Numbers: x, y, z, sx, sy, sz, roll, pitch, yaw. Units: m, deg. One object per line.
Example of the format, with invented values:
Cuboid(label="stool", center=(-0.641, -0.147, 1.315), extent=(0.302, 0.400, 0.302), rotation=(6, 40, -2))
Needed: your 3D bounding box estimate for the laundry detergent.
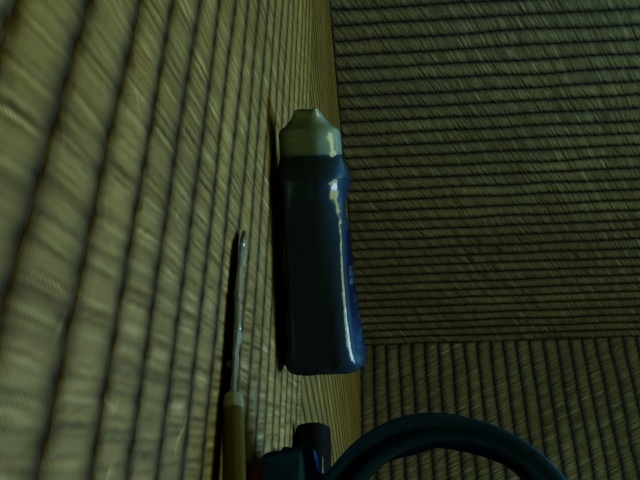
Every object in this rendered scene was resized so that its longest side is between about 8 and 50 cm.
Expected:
Cuboid(label="laundry detergent", center=(0.000, 0.000, 1.038), extent=(0.143, 0.094, 0.289), rotation=(-28, 116, -81))

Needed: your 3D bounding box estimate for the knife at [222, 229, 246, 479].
Cuboid(label="knife", center=(-0.061, 0.108, 0.673), extent=(0.047, 0.017, 0.297), rotation=(85, 1, -54))

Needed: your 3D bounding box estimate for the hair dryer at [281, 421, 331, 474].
Cuboid(label="hair dryer", center=(-0.020, 0.244, 1.023), extent=(0.194, 0.050, 0.173), rotation=(79, 6, -46))

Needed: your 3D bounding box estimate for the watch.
Cuboid(label="watch", center=(0.079, 0.292, 0.730), extent=(0.241, 0.275, 0.305), rotation=(66, 17, -80))
